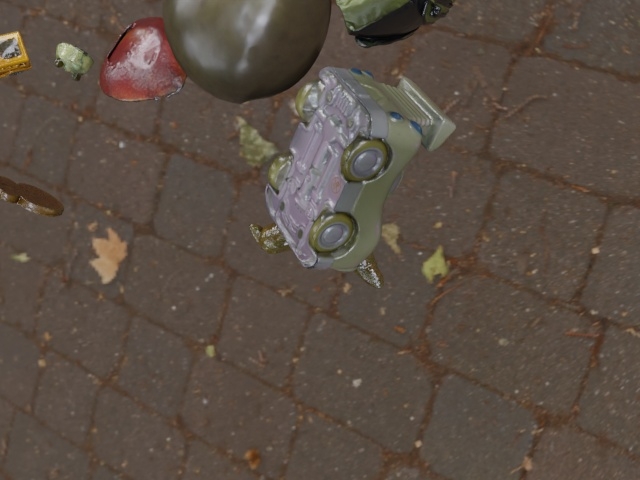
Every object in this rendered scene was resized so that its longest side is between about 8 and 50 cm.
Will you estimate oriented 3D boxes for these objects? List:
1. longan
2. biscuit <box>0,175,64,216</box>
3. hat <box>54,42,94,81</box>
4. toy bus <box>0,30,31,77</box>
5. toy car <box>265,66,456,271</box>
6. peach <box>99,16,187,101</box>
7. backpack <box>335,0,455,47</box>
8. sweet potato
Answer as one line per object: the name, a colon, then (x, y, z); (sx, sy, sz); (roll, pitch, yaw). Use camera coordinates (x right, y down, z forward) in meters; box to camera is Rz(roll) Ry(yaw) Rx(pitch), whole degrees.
longan: (-0.109, -0.349, 1.257); (0.300, 0.243, 0.300); (-13, 71, 42)
biscuit: (-0.617, -0.091, 1.731); (0.026, 0.175, 0.124); (-61, 32, 11)
hat: (-0.537, -0.386, 1.812); (0.076, 0.077, 0.059); (18, 76, 17)
toy bus: (-0.582, -0.306, 1.426); (0.074, 0.162, 0.069); (-175, 67, -72)
toy car: (0.063, -0.131, 1.544); (0.242, 0.227, 0.335); (56, 134, 42)
peach: (-0.323, -0.333, 1.521); (0.189, 0.068, 0.279); (-43, 41, -8)
backpack: (0.166, -0.473, 1.659); (0.207, 0.253, 0.139); (-18, 92, 38)
sweet potato: (-0.001, -0.004, 1.735); (0.310, 0.098, 0.124); (17, 97, 7)
